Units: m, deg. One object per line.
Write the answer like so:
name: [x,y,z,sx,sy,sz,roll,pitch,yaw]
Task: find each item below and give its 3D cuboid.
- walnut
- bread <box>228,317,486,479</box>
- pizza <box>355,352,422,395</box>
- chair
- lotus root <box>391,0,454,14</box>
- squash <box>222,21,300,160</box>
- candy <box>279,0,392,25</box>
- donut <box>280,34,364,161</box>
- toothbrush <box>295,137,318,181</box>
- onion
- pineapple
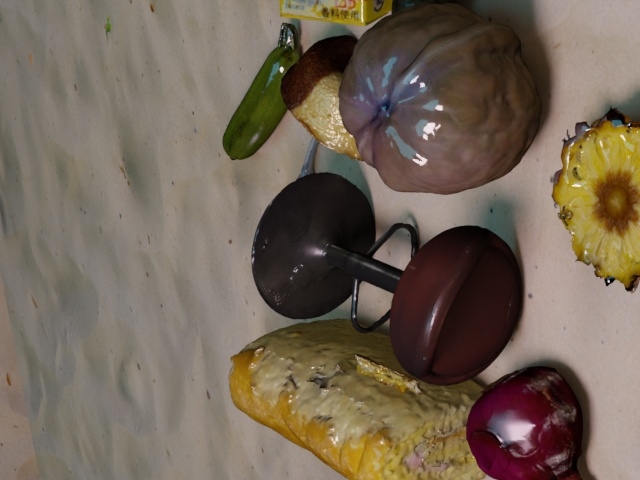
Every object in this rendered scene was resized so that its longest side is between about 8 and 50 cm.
walnut: [0.150,-0.177,1.724,0.248,0.248,0.248,25,121,50]
bread: [0.052,0.234,2.002,0.375,0.236,0.165,26,120,50]
pizza: [0.071,0.172,1.848,0.123,0.108,0.026,22,85,45]
chair: [0.104,0.057,1.872,0.401,0.226,0.227,23,120,51]
lotus root: [0.134,-0.316,1.820,0.080,0.089,0.179,19,128,6]
squash: [-0.096,-0.211,2.210,0.080,0.071,0.318,60,143,24]
candy: [0.016,-0.438,1.890,0.146,0.088,0.276,12,118,26]
donut: [0.032,-0.208,1.984,0.217,0.141,0.085,53,132,25]
toothbrush: [-0.039,-0.079,2.213,0.037,0.028,0.375,52,140,21]
onion: [0.269,0.266,1.786,0.198,0.135,0.173,60,146,20]
pineapple: [0.358,-0.050,1.597,0.225,0.076,0.225,19,114,52]
